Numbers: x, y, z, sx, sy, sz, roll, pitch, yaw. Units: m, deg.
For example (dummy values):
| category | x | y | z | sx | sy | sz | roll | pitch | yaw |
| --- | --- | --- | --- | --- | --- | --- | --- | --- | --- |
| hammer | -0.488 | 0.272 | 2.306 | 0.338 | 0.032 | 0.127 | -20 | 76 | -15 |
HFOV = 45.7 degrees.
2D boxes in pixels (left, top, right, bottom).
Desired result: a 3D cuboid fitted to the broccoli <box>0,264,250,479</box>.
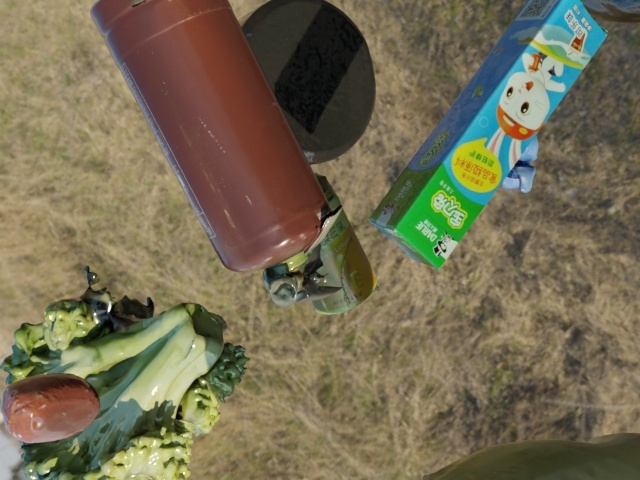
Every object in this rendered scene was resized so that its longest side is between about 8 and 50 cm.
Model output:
| category | x | y | z | sx | sy | sz | roll | pitch | yaw |
| --- | --- | --- | --- | --- | --- | --- | --- | --- | --- |
| broccoli | -0.246 | 0.180 | 0.985 | 0.293 | 0.281 | 0.348 | 45 | -162 | -14 |

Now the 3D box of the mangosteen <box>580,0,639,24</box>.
| category | x | y | z | sx | sy | sz | roll | pitch | yaw |
| --- | --- | --- | --- | --- | --- | --- | --- | --- | --- |
| mangosteen | 0.409 | -0.413 | 0.894 | 0.275 | 0.302 | 0.275 | 32 | 161 | 13 |

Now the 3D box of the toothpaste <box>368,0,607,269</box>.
| category | x | y | z | sx | sy | sz | roll | pitch | yaw |
| --- | --- | --- | --- | --- | --- | --- | --- | --- | --- |
| toothpaste | 0.151 | -0.101 | 0.676 | 0.065 | 0.266 | 0.050 | 40 | 174 | -28 |

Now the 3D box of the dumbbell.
| category | x | y | z | sx | sy | sz | roll | pitch | yaw |
| --- | --- | --- | --- | --- | --- | --- | --- | --- | --- |
| dumbbell | -0.090 | -0.195 | 1.041 | 0.322 | 0.204 | 0.203 | 1 | 125 | 60 |

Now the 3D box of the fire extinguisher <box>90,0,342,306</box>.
| category | x | y | z | sx | sy | sz | roll | pitch | yaw |
| --- | --- | --- | --- | --- | --- | --- | --- | --- | --- |
| fire extinguisher | -0.059 | -0.064 | 0.561 | 0.268 | 0.105 | 0.105 | 62 | 153 | -8 |

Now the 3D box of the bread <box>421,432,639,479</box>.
| category | x | y | z | sx | sy | sz | roll | pitch | yaw |
| --- | --- | --- | --- | --- | --- | --- | --- | --- | --- |
| bread | 0.181 | 0.343 | 0.630 | 0.253 | 0.348 | 0.376 | -122 | 28 | -43 |

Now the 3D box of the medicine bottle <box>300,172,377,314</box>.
| category | x | y | z | sx | sy | sz | roll | pitch | yaw |
| --- | --- | --- | --- | --- | --- | --- | --- | --- | --- |
| medicine bottle | 0.000 | 0.000 | 1.264 | 0.124 | 0.124 | 0.238 | 14 | 137 | 52 |

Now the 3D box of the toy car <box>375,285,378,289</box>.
| category | x | y | z | sx | sy | sz | roll | pitch | yaw |
| --- | --- | --- | --- | --- | --- | --- | --- | --- | --- |
| toy car | 0.089 | 0.105 | 1.554 | 0.041 | 0.093 | 0.025 | -37 | 82 | 21 |

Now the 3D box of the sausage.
| category | x | y | z | sx | sy | sz | roll | pitch | yaw |
| --- | --- | --- | --- | --- | --- | --- | --- | --- | --- |
| sausage | -0.237 | 0.149 | 0.674 | 0.054 | 0.059 | 0.094 | 17 | -178 | 29 |

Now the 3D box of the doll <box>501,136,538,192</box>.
| category | x | y | z | sx | sy | sz | roll | pitch | yaw |
| --- | --- | --- | --- | --- | --- | --- | --- | --- | --- |
| doll | 0.223 | -0.123 | 0.894 | 0.067 | 0.206 | 0.109 | 6 | 125 | -4 |
